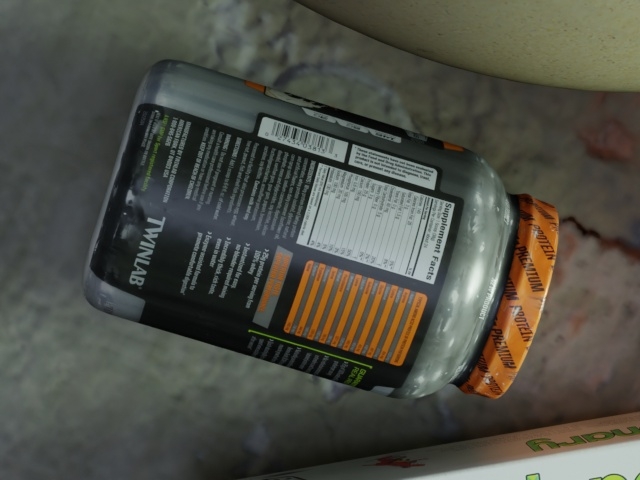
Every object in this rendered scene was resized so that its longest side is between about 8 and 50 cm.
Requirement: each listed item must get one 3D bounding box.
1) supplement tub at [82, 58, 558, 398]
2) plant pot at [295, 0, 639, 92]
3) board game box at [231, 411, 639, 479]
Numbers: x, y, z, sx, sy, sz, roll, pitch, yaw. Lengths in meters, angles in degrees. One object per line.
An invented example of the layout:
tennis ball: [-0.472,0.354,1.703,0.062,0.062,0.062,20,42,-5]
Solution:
supplement tub: [0.000,0.000,0.816,0.190,0.117,0.117,17,100,-5]
plant pot: [0.125,-0.166,0.710,0.191,0.284,0.284,35,98,-14]
board game box: [0.099,0.187,0.866,0.305,0.053,0.193,-9,100,-8]
